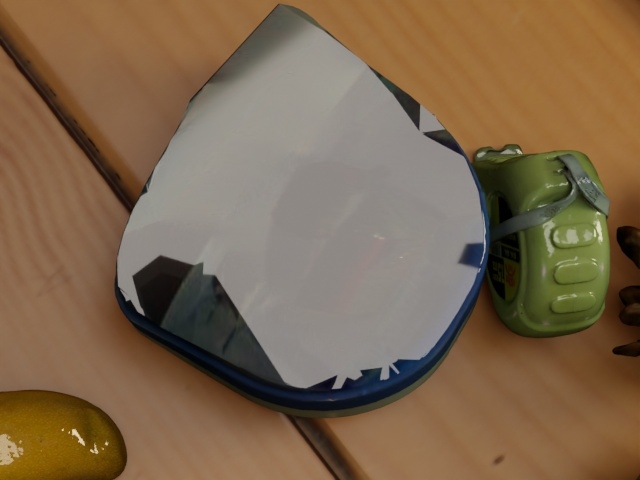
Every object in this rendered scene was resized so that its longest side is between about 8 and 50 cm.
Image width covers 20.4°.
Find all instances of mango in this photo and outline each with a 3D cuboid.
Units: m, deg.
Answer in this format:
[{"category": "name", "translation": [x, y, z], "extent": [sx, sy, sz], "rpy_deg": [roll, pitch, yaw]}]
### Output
[{"category": "mango", "translation": [-0.239, 0.162, 1.320], "extent": [0.190, 0.075, 0.098], "rpy_deg": [-15, 98, -16]}]

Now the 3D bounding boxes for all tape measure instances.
[{"category": "tape measure", "translation": [-0.002, -0.001, 1.354], "extent": [0.262, 0.138, 0.259], "rpy_deg": [31, 80, 2]}, {"category": "tape measure", "translation": [0.174, -0.002, 1.380], "extent": [0.087, 0.177, 0.154], "rpy_deg": [-4, 91, -10]}]

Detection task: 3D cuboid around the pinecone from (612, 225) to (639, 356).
[{"category": "pinecone", "translation": [0.330, 0.016, 1.375], "extent": [0.202, 0.229, 0.201], "rpy_deg": [18, 89, 16]}]

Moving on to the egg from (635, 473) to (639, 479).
[{"category": "egg", "translation": [0.308, 0.250, 1.339], "extent": [0.188, 0.188, 0.253], "rpy_deg": [29, 83, -3]}]
